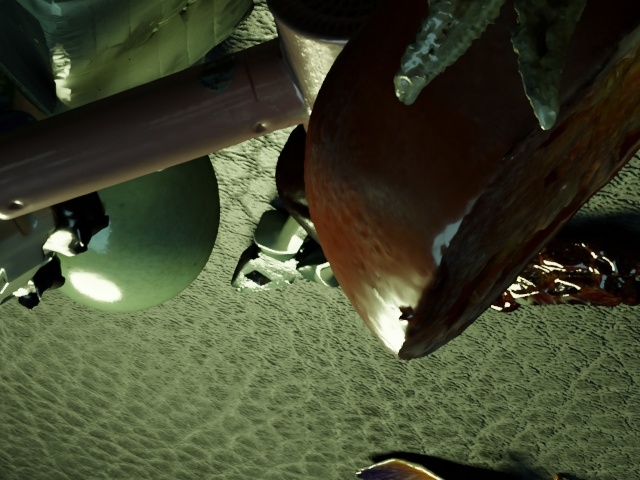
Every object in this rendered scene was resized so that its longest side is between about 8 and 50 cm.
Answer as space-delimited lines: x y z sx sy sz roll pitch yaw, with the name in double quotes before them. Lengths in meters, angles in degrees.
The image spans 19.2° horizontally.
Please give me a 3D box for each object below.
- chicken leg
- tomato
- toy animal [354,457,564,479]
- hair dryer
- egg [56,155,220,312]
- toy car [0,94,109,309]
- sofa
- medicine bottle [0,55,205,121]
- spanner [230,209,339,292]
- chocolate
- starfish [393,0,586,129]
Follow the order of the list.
"chicken leg" 0.195 0.032 1.564 0.089 0.048 0.219 36 153 -28
"tomato" 0.105 -0.093 1.067 0.143 0.338 0.338 43 162 14
"toy animal" 0.220 0.358 2.197 0.284 0.225 0.302 11 153 -30
"hair dryer" -0.067 -0.075 1.235 0.352 0.125 0.210 -18 144 0
"egg" -0.167 -0.031 1.566 0.169 0.169 0.236 16 160 9
"toy car" -0.289 0.002 1.389 0.166 0.198 0.314 57 156 3
"sofa" -0.170 -0.220 1.260 0.225 0.176 0.210 45 162 15
"medicine bottle" -0.213 -0.137 1.410 0.236 0.139 0.139 17 157 8
"spanner" 0.000 0.000 1.665 0.095 0.040 0.325 31 153 -18
"chocolate" 0.023 -0.044 1.458 0.125 0.080 0.149 24 144 7
"starfish" 0.120 -0.193 0.847 0.084 0.294 0.301 4 170 -42
